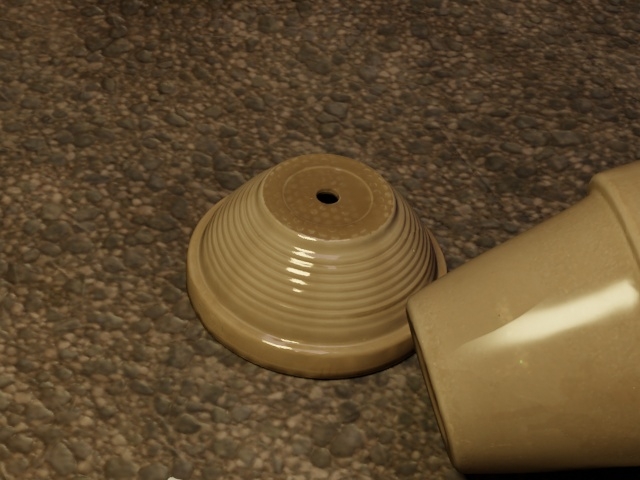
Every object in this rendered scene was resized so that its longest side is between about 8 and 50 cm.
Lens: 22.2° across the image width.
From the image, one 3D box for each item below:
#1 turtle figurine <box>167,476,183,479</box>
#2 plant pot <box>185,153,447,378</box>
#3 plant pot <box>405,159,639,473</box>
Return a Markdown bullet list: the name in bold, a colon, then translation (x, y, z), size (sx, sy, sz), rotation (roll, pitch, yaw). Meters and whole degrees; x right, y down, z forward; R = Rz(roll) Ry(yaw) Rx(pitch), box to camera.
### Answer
- **turtle figurine**: translation (-0.004, 0.285, 1.065), size (0.266, 0.198, 0.274), rotation (14, 46, 0)
- **plant pot**: translation (0.000, 0.000, 1.441), size (0.237, 0.109, 0.237), rotation (4, 42, -3)
- **plant pot**: translation (0.197, 0.087, 1.300), size (0.229, 0.263, 0.263), rotation (-17, 45, -1)
